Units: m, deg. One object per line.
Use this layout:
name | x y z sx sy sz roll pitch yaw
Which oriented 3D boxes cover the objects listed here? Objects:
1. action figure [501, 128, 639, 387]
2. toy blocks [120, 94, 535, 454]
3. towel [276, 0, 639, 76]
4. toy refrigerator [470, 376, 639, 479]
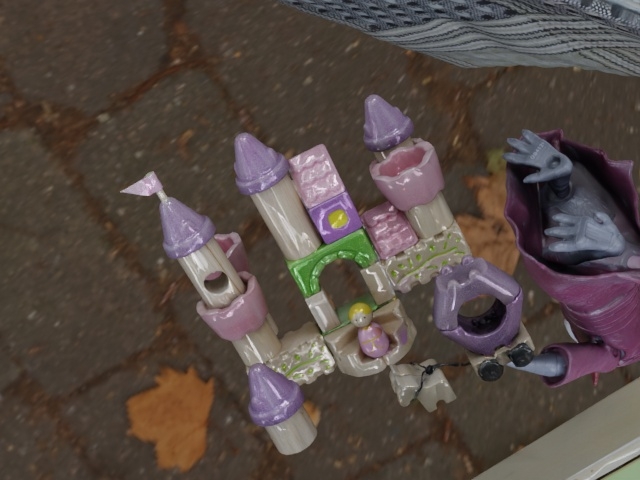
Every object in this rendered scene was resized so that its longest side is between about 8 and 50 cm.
action figure | 0.318 0.036 1.620 0.276 0.248 0.370 2 144 28
toy blocks | 0.000 0.000 1.372 0.289 0.309 0.260 -26 115 3
towel | 0.052 -0.123 0.673 0.312 0.324 0.056 17 88 -35
toy refrigerator | 0.182 0.225 1.139 0.269 0.094 0.102 -37 104 26
